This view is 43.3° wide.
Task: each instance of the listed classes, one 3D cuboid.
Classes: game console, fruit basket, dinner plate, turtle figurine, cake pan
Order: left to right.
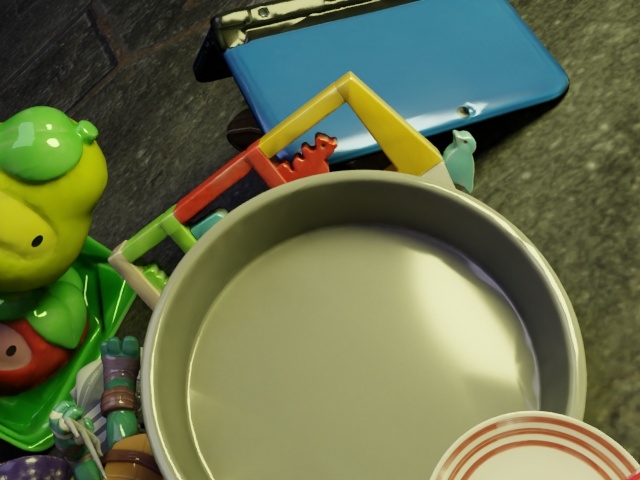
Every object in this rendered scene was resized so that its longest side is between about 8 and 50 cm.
[{"bbox_3d":[-0.367,0.020,0.847,0.392,0.392,0.283,-6,50,41],"label":"fruit basket"},{"bbox_3d":[-0.150,0.185,0.664,0.118,0.175,0.234,-48,23,26],"label":"turtle figurine"},{"bbox_3d":[0.027,0.086,0.551,0.293,0.054,0.293,-2,60,4],"label":"cake pan"},{"bbox_3d":[0.045,-0.162,0.807,0.293,0.174,0.250,-17,0,-17],"label":"game console"},{"bbox_3d":[0.127,0.168,0.457,0.141,0.017,0.141,0,65,0],"label":"dinner plate"}]

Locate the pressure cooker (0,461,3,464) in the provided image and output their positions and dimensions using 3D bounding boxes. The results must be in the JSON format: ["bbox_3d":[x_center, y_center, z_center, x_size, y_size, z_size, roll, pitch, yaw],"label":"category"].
[{"bbox_3d":[-0.520,0.314,0.701,0.375,0.370,0.421,-3,49,48],"label":"pressure cooker"}]

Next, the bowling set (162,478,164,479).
[{"bbox_3d":[-0.103,0.317,0.469,0.199,0.154,0.287,-36,36,11],"label":"bowling set"}]

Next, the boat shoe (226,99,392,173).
[{"bbox_3d":[-0.023,-0.100,0.868,0.257,0.095,0.095,5,64,47],"label":"boat shoe"}]

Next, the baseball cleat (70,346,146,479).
[{"bbox_3d":[-0.189,0.172,0.775,0.109,0.072,0.206,-34,40,3],"label":"baseball cleat"}]

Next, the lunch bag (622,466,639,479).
[{"bbox_3d":[0.276,0.146,0.312,0.293,0.120,0.258,-43,40,2],"label":"lunch bag"}]

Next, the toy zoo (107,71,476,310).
[{"bbox_3d":[0.000,0.000,0.658,0.293,0.192,0.030,-36,17,13],"label":"toy zoo"}]

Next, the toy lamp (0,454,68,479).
[{"bbox_3d":[-0.219,0.308,0.619,0.080,0.080,0.275,-33,53,15],"label":"toy lamp"}]
